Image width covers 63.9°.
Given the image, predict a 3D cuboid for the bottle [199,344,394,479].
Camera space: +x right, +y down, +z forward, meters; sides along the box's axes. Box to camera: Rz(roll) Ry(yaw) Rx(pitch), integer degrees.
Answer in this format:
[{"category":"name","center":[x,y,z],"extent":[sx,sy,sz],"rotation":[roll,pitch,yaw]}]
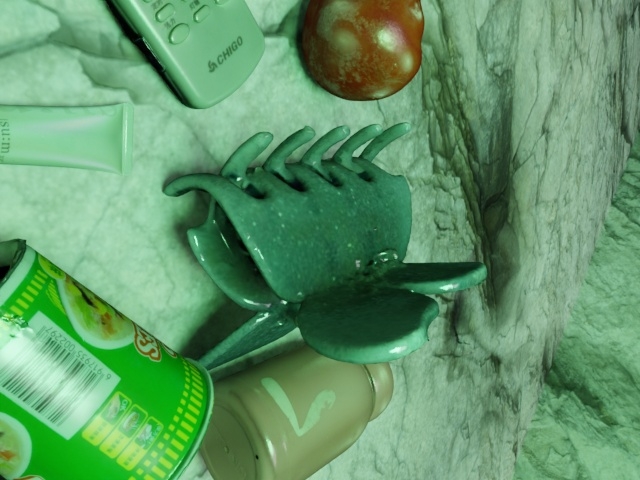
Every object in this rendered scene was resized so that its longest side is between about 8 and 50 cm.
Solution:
[{"category":"bottle","center":[-0.018,0.227,0.757],"extent":[0.296,0.173,0.207],"rotation":[-13,105,-43]}]

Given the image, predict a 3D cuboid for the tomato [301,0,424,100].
[{"category":"tomato","center":[0.058,-0.284,0.690],"extent":[0.151,0.187,0.187],"rotation":[19,87,-26]}]

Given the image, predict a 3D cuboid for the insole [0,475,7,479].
[{"category":"insole","center":[-0.344,0.224,0.534],"extent":[0.109,0.007,0.323],"rotation":[-39,127,-31]}]

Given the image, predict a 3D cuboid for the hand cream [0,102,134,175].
[{"category":"hand cream","center":[-0.271,-0.098,0.485],"extent":[0.204,0.049,0.078],"rotation":[-10,110,-49]}]

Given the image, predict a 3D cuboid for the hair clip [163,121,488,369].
[{"category":"hair clip","center":[0.000,0.000,0.639],"extent":[0.318,0.392,0.239],"rotation":[-17,87,-41]}]

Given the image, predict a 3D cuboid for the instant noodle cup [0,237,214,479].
[{"category":"instant noodle cup","center":[-0.249,0.131,0.478],"extent":[0.207,0.207,0.233],"rotation":[-50,126,-24]}]

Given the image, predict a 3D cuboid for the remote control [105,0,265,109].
[{"category":"remote control","center":[-0.168,-0.281,0.530],"extent":[0.140,0.056,0.296],"rotation":[-51,132,-21]}]
